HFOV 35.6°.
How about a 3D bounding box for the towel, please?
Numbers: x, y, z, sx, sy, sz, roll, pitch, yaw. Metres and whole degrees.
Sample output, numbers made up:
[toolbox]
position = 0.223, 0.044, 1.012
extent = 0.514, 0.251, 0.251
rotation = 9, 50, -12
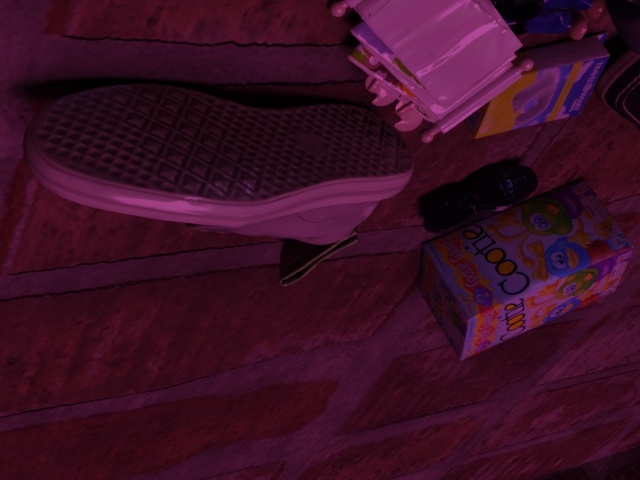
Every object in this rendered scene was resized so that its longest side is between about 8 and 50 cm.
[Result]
[towel]
position = 0.000, 0.000, 1.204
extent = 0.113, 0.152, 0.023
rotation = -35, 106, 12

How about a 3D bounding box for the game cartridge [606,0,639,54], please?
[game cartridge]
position = 0.403, -0.260, 1.016
extent = 0.196, 0.060, 0.294
rotation = -29, -165, 8

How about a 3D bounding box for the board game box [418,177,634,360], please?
[board game box]
position = 0.304, 0.044, 1.506
extent = 0.275, 0.142, 0.144
rotation = -22, 150, -10

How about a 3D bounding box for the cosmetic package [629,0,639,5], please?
[cosmetic package]
position = 0.263, -0.318, 0.795
extent = 0.377, 0.098, 0.284
rotation = 6, 168, -37

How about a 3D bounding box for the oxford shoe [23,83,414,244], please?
[oxford shoe]
position = -0.088, -0.061, 1.000
extent = 0.449, 0.169, 0.130
rotation = -3, 145, -45

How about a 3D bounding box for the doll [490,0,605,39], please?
[doll]
position = 0.209, -0.249, 1.062
extent = 0.188, 0.046, 0.129
rotation = -6, 154, -23

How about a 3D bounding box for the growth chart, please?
[growth chart]
position = 0.114, -0.200, 1.020
extent = 0.172, 0.021, 0.237
rotation = -28, 137, 17

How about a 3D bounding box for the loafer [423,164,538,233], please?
[loafer]
position = 0.216, -0.057, 1.373
extent = 0.170, 0.062, 0.061
rotation = -20, 172, -8

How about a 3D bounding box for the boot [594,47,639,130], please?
[boot]
position = 0.532, -0.114, 1.299
extent = 0.138, 0.284, 0.377
rotation = -43, 148, 26

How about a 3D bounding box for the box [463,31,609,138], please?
[box]
position = 0.268, -0.188, 1.213
extent = 0.178, 0.042, 0.109
rotation = -15, 149, -20
